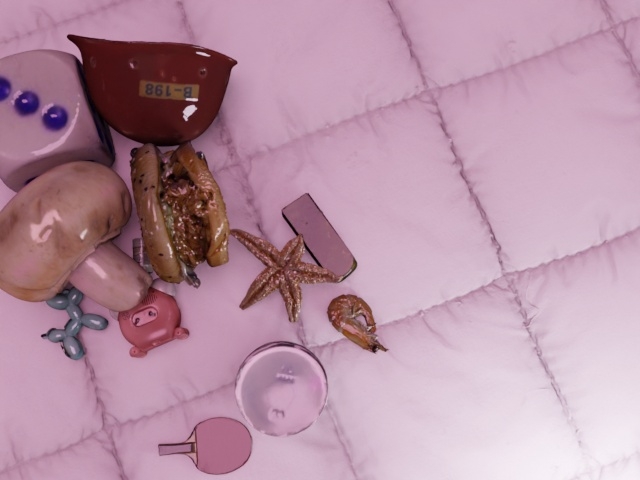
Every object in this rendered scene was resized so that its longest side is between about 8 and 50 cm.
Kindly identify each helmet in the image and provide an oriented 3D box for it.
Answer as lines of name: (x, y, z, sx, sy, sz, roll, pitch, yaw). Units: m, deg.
helmet: (-0.391, -0.336, 1.767, 0.384, 0.337, 0.230, 1, 98, -24)

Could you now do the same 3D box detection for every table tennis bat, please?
table tennis bat: (-0.268, 0.483, 1.779, 0.220, 0.019, 0.130, -4, 82, -2)

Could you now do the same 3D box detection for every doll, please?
doll: (-0.589, 0.183, 1.805, 0.158, 0.059, 0.159, 31, 80, 5)

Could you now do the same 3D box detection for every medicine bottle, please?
medicine bottle: (-0.088, 0.314, 1.651, 0.189, 0.332, 0.190, 1, 82, -4)
medicine bottle: (-0.429, 0.038, 1.834, 0.047, 0.047, 0.083, -4, 81, 0)

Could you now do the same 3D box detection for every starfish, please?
starfish: (-0.107, 0.083, 1.790, 0.295, 0.048, 0.231, 25, 105, 5)

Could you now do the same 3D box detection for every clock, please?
clock: (-0.405, 0.177, 1.792, 0.165, 0.093, 0.162, -24, 79, -3)

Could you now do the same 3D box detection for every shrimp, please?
shrimp: (0.095, 0.202, 1.816, 0.180, 0.041, 0.099, 43, 69, 7)

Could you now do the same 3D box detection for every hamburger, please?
hamburger: (-0.310, -0.058, 1.703, 0.195, 0.277, 0.318, -13, 113, -8)

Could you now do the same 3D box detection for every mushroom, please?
mushroom: (-0.574, -0.003, 1.720, 0.325, 0.353, 0.353, -1, 80, 33)

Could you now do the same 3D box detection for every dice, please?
dice: (-0.645, -0.274, 1.790, 0.251, 0.243, 0.259, -19, 79, -2)

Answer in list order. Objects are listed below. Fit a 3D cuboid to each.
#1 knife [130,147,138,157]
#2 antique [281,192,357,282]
knife: (-0.366, -0.156, 1.881, 0.245, 0.019, 0.072, 42, 80, 3)
antique: (0.000, 0.000, 1.823, 0.081, 0.080, 0.221, -35, 84, -4)
